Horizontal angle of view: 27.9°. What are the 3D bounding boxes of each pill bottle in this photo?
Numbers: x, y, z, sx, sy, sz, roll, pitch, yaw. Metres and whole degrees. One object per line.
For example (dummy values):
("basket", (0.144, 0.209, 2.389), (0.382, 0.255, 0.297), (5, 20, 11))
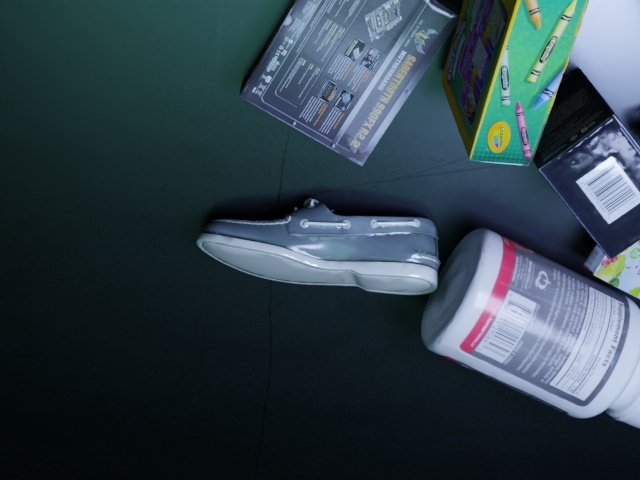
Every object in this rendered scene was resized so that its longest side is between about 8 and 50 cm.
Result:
("pill bottle", (0.307, 0.125, 1.677), (0.318, 0.176, 0.176), (26, 112, -10))

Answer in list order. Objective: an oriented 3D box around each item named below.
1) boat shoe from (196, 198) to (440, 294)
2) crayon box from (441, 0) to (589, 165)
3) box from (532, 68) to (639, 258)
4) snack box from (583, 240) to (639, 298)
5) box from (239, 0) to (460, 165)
("boat shoe", (0.000, 0.000, 1.689), (0.319, 0.116, 0.099), (8, 71, 5))
("crayon box", (0.220, -0.245, 1.459), (0.081, 0.165, 0.278), (3, 129, -12))
("box", (0.332, -0.097, 1.560), (0.108, 0.207, 0.153), (-37, 110, 14))
("snack box", (0.417, -0.002, 1.649), (0.100, 0.037, 0.141), (25, 103, -23))
("box", (0.035, -0.234, 1.586), (0.183, 0.056, 0.231), (28, 111, -12))
